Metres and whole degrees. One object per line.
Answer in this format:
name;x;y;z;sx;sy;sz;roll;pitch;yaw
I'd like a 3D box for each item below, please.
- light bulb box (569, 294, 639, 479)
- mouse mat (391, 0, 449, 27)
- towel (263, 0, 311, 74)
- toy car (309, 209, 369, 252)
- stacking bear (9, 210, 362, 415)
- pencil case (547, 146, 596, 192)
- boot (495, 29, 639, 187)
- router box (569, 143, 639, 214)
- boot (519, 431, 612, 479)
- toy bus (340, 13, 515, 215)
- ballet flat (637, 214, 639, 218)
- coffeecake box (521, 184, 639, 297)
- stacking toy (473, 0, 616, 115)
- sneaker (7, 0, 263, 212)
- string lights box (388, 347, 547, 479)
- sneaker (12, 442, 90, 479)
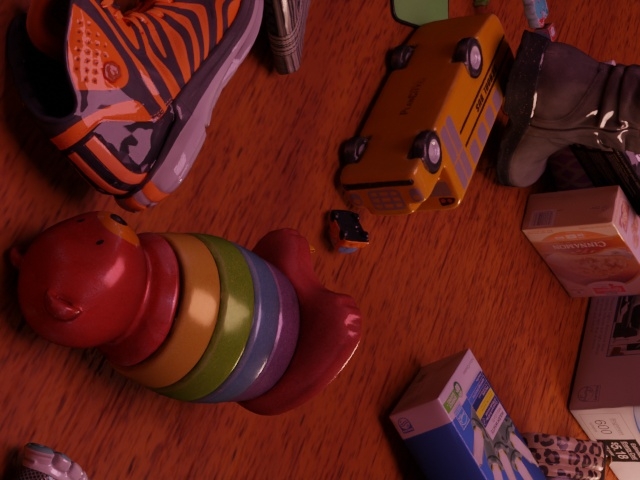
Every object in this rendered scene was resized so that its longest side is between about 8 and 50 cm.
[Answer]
light bulb box;0.626;0.250;2.188;0.358;0.361;0.225;50;45;-39
mouse mat;0.128;-0.368;1.873;0.152;0.007;0.190;4;82;-56
towel;-0.014;-0.383;1.498;0.312;0.056;0.324;81;17;-63
toy car;0.000;0.000;1.604;0.122;0.060;0.041;-11;138;-40
stacking bear;-0.135;0.056;1.271;0.289;0.175;0.164;19;113;-42
pencil case;0.395;-0.101;2.150;0.088;0.086;0.206;-37;117;-31
boot;0.354;-0.139;1.886;0.338;0.222;0.118;76;31;-69
router box;0.421;-0.116;2.035;0.046;0.133;0.179;-43;113;-14
boot;0.358;0.424;1.966;0.377;0.138;0.284;21;67;-47
toy bus;0.137;-0.148;1.752;0.130;0.108;0.333;63;38;-36
ballet flat;0.515;-0.067;2.314;0.139;0.139;0.400;-24;100;-55
coffeecake box;0.400;0.005;2.088;0.185;0.142;0.068;48;49;-41
stacking toy;0.304;-0.286;1.977;0.052;0.167;0.221;-48;124;-49
sneaker;-0.165;-0.195;1.289;0.180;0.124;0.321;42;43;-29
string lights box;0.195;0.277;1.728;0.260;0.076;0.133;58;31;-10
sneaker;-0.212;0.242;1.216;0.166;0.065;0.076;49;62;-35
